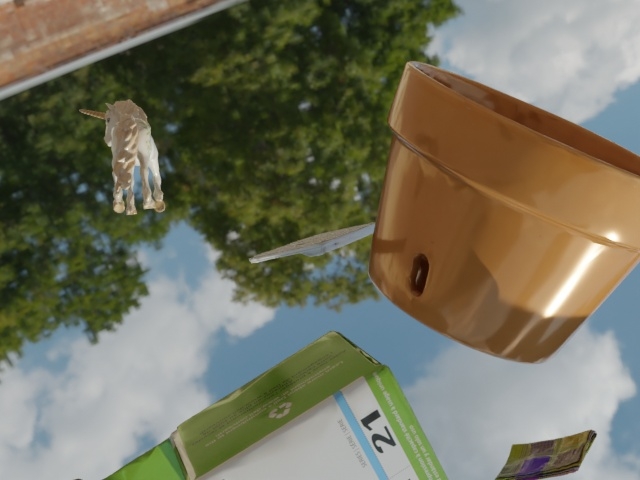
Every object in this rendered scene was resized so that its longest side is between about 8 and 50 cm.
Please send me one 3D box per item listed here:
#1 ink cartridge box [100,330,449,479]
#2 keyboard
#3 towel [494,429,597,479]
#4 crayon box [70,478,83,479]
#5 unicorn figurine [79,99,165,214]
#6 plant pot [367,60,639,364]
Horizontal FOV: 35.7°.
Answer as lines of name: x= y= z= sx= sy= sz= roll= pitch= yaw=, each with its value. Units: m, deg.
ink cartridge box: x=-0.041 y=0.205 z=0.602 sx=0.255 sy=0.189 sz=0.097 roll=-31 pitch=-165 yaw=-11
keyboard: x=0.000 y=0.000 z=1.019 sx=0.072 sy=0.014 sz=0.256 roll=-6 pitch=-177 yaw=15
towel: x=0.189 y=0.182 z=0.835 sx=0.083 sy=0.009 sz=0.060 roll=-21 pitch=-169 yaw=37
crayon box: x=-0.230 y=0.442 z=0.909 sx=0.106 sy=0.363 sz=0.313 roll=-10 pitch=-124 yaw=-18
unicorn figurine: x=-0.171 y=-0.080 z=0.897 sx=0.060 sy=0.111 sz=0.162 roll=-7 pitch=179 yaw=-21
plant pot: x=0.175 y=-0.019 z=0.940 sx=0.290 sy=0.204 sz=0.291 roll=22 pitch=-165 yaw=-6
